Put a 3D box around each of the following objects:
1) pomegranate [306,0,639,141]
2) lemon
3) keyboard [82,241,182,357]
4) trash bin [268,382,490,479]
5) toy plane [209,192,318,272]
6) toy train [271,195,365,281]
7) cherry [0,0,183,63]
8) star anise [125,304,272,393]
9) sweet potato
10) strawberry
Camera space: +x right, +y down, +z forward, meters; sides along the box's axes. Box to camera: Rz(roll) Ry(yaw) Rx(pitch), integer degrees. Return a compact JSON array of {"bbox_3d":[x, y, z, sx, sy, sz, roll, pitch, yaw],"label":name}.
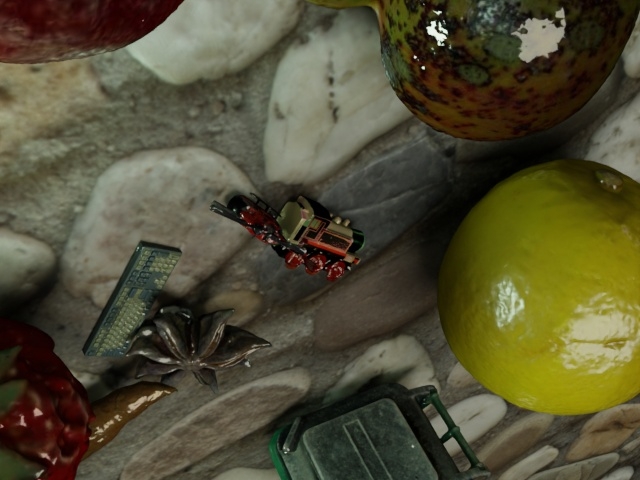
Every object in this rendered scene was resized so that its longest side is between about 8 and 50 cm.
[{"bbox_3d":[0.115,-0.238,0.698,0.340,0.285,0.285,8,127,-4],"label":"pomegranate"},{"bbox_3d":[0.324,0.063,1.018,0.347,0.348,0.348,-17,134,-18],"label":"lemon"},{"bbox_3d":[-0.230,0.077,0.914,0.055,0.014,0.176,13,120,-42],"label":"keyboard"},{"bbox_3d":[0.088,0.443,1.270,0.295,0.259,0.381,-18,141,-17],"label":"trash bin"},{"bbox_3d":[-0.060,-0.010,0.879,0.145,0.060,0.037,37,104,-6],"label":"toy plane"},{"bbox_3d":[0.000,0.000,0.960,0.138,0.050,0.087,20,112,-41],"label":"toy train"},{"bbox_3d":[-0.202,-0.234,0.514,0.300,0.203,0.230,6,88,-47],"label":"cherry"},{"bbox_3d":[-0.155,0.135,0.964,0.180,0.061,0.204,-25,141,21],"label":"star anise"},{"bbox_3d":[-0.322,0.259,0.969,0.314,0.066,0.072,-29,169,2],"label":"sweet potato"},{"bbox_3d":[-0.407,0.247,0.782,0.317,0.295,0.345,-40,165,-36],"label":"strawberry"}]
